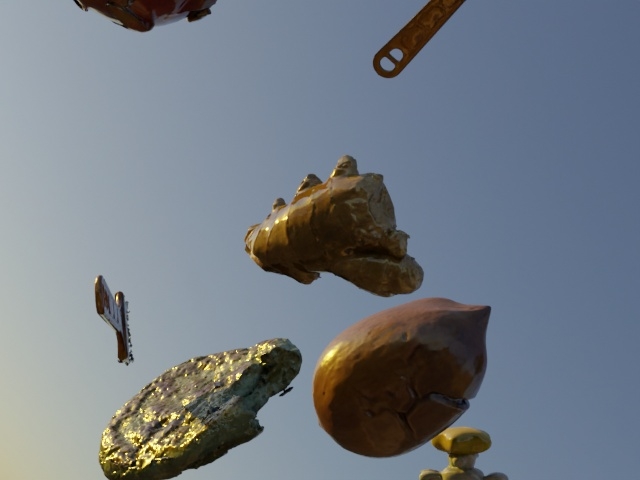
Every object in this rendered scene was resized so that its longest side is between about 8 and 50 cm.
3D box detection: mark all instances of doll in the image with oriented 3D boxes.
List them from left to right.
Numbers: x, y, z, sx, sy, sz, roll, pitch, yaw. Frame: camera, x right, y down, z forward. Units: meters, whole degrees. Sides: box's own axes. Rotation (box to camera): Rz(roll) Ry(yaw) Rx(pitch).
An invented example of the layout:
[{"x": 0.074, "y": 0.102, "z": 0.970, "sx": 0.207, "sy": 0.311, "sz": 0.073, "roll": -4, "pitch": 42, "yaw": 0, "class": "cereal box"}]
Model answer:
[{"x": 0.225, "y": 0.345, "z": 1.433, "sx": 0.135, "sy": 0.113, "sz": 0.071, "roll": 22, "pitch": 3, "yaw": 30, "class": "doll"}]

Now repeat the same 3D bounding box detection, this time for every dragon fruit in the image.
[{"x": -0.279, "y": -0.441, "z": 1.426, "sx": 0.250, "sy": 0.315, "sz": 0.250, "roll": 24, "pitch": -53, "yaw": 37, "class": "dragon fruit"}]

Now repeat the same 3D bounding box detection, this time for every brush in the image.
[{"x": -0.247, "y": 0.091, "z": 1.115, "sx": 0.314, "sy": 0.017, "sz": 0.090, "roll": 114, "pitch": -30, "yaw": -75, "class": "brush"}, {"x": 0.157, "y": -0.297, "z": 1.154, "sx": 0.103, "sy": 0.013, "sz": 0.272, "roll": 40, "pitch": -55, "yaw": -10, "class": "brush"}]

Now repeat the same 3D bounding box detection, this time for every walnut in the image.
[{"x": 0.121, "y": 0.186, "z": 1.313, "sx": 0.203, "sy": 0.298, "sz": 0.203, "roll": 44, "pitch": 17, "yaw": -18, "class": "walnut"}]

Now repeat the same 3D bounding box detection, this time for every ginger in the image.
[{"x": 0.003, "y": -0.012, "z": 0.862, "sx": 0.206, "sy": 0.081, "sz": 0.115, "roll": 6, "pitch": -49, "yaw": 38, "class": "ginger"}]

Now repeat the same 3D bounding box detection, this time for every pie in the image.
[{"x": -0.157, "y": 0.215, "z": 1.211, "sx": 0.302, "sy": 0.302, "sz": 0.066, "roll": -4, "pitch": -61, "yaw": 59, "class": "pie"}]
